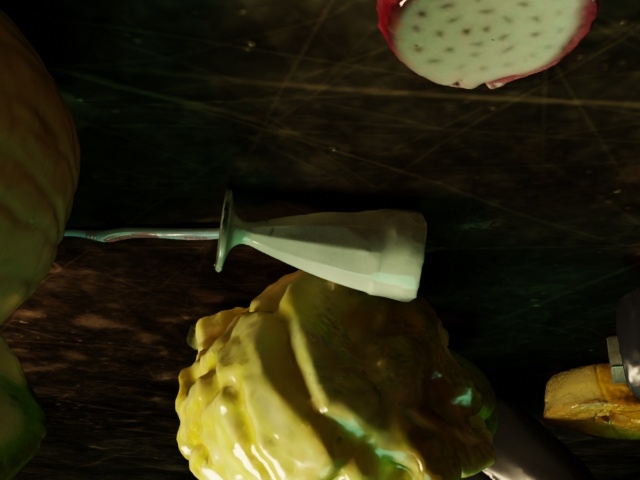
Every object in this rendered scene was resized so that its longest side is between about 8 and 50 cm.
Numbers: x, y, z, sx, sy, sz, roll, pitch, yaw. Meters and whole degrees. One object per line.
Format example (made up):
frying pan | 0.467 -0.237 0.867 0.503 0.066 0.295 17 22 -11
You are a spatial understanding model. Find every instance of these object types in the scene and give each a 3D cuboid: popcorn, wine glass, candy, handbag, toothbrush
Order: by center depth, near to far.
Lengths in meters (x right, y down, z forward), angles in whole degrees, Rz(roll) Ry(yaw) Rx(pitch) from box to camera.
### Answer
candy | 0.076 -0.112 0.348 0.103 0.043 0.103 2 155 1
wine glass | 0.000 0.000 0.577 0.155 0.073 0.073 10 155 -9
toothbrush | -0.166 -0.003 0.642 0.193 0.019 0.013 -3 155 7
popcorn | 0.015 0.144 0.679 0.293 0.293 0.237 16 131 -27
handbag | 0.292 0.329 1.067 0.342 0.152 0.288 40 -173 32

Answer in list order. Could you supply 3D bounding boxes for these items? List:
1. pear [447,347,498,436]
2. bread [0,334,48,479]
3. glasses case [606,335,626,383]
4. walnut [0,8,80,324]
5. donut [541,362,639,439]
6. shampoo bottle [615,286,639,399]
pear | 0.110 0.195 0.864 0.187 0.188 0.219 23 145 -38
bread | -0.360 0.069 0.440 0.366 0.129 0.382 37 -169 3
glasses case | 0.437 0.132 0.856 0.204 0.047 0.071 -6 153 19
walnut | -0.235 -0.038 0.355 0.228 0.228 0.228 2 156 1
donut | 0.392 0.214 1.014 0.190 0.075 0.174 10 156 -8
shampoo bottle | 0.406 0.043 0.554 0.359 0.134 0.078 -16 151 39
